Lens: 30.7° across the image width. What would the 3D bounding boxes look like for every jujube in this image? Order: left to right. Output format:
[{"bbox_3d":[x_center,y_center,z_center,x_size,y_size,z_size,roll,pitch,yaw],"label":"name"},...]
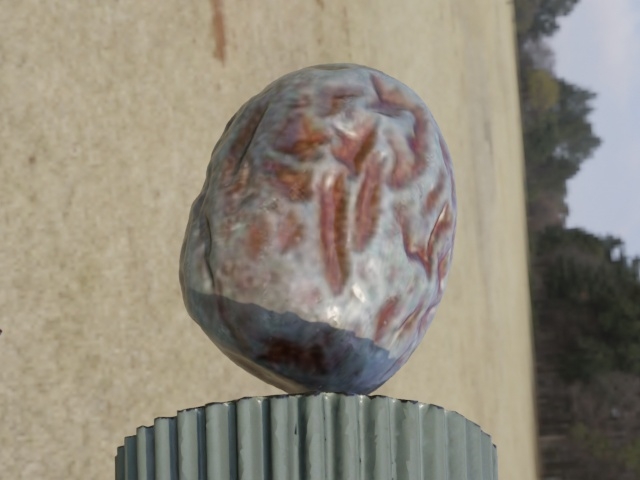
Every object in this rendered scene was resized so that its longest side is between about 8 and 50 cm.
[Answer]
[{"bbox_3d":[0.004,-0.003,1.043,0.246,0.215,0.308,23,61,-37],"label":"jujube"}]

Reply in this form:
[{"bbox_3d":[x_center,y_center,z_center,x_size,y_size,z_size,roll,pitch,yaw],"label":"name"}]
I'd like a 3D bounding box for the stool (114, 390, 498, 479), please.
[{"bbox_3d":[-0.007,0.311,0.823,0.297,0.297,0.330,70,17,-59],"label":"stool"}]

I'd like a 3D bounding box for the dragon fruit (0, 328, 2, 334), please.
[{"bbox_3d":[-0.326,0.018,0.616,0.329,0.329,0.329,-5,90,-81],"label":"dragon fruit"}]
